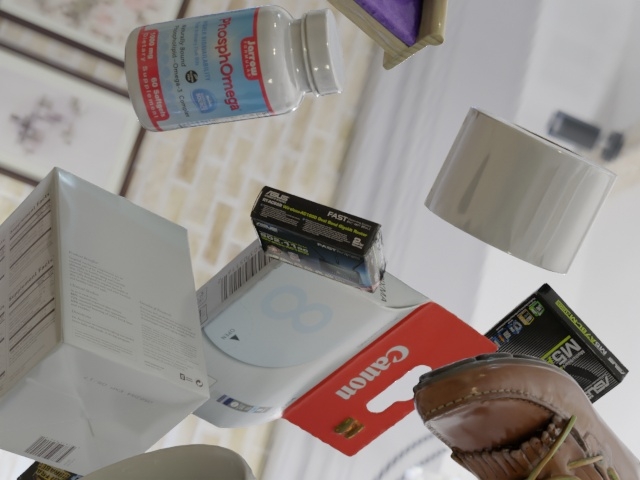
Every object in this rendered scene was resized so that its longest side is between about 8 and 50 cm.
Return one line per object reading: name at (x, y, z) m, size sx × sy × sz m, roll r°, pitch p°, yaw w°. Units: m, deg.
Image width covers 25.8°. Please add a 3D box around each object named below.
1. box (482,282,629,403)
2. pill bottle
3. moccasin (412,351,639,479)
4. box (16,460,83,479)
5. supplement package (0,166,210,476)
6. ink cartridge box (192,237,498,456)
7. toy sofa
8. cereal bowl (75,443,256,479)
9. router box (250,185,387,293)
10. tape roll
box at (0.335, 0.187, 2.110) m, size 0.190 × 0.184 × 0.045 m, roll -45°, pitch 173°, yaw 37°
pill bottle at (-0.065, -0.136, 1.094) m, size 0.087 × 0.160 × 0.087 m, roll -8°, pitch 90°, yaw -79°
moccasin at (0.208, 0.222, 1.348) m, size 0.139 × 0.380 × 0.147 m, roll -18°, pitch -127°, yaw 21°
box at (-0.236, 0.434, 1.861) m, size 0.295 × 0.293 × 0.073 m, roll 15°, pitch -132°, yaw 38°
supplement package at (-0.276, 0.099, 1.614) m, size 0.198 × 0.199 × 0.263 m, roll -41°, pitch -139°, yaw 28°
ink cartridge box at (0.001, 0.162, 1.836) m, size 0.308 × 0.385 × 0.091 m, roll -41°, pitch -148°, yaw 29°
toy sofa at (0.050, -0.432, 2.049) m, size 0.177 × 0.362 × 0.150 m, roll -29°, pitch -143°, yaw 37°
cereal bowl at (-0.190, 0.334, 1.262) m, size 0.339 × 0.141 × 0.339 m, roll -22°, pitch -164°, yaw 7°
router box at (0.000, 0.000, 1.331) m, size 0.092 × 0.122 × 0.038 m, roll 74°, pitch 37°, yaw -64°
tape roll at (0.299, -0.077, 2.094) m, size 0.169 × 0.246 × 0.246 m, roll -65°, pitch -163°, yaw 10°
